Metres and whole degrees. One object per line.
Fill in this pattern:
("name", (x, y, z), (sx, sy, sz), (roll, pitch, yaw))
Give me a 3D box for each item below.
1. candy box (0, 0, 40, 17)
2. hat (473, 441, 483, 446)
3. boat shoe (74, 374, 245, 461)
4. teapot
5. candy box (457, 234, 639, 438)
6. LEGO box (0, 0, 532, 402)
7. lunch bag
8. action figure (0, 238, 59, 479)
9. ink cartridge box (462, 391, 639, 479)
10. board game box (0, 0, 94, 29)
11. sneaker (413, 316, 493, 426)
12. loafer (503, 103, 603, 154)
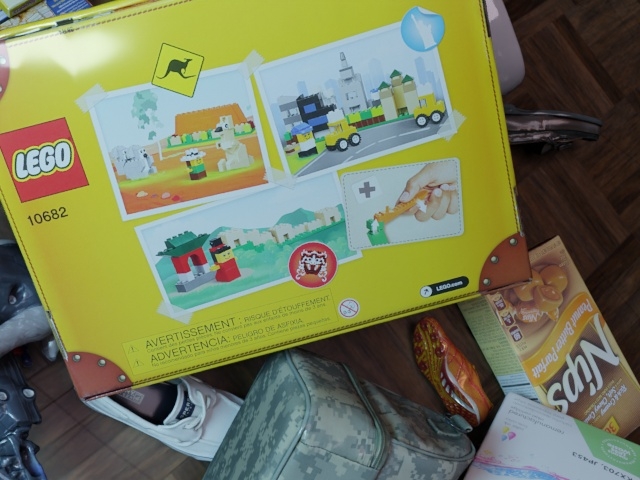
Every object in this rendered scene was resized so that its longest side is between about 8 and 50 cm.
("candy box", (-0.437, -0.399, 0.920), (0.206, 0.027, 0.105), (48, 62, -2))
("hat", (0.105, 0.299, 0.983), (0.208, 0.183, 0.173), (38, 100, 9))
("boat shoe", (-0.178, 0.211, 0.863), (0.258, 0.084, 0.095), (20, 68, -15))
("teapot", (0.191, -0.318, 1.094), (0.187, 0.256, 0.252), (-22, 100, 15))
("candy box", (0.360, 0.172, 1.085), (0.183, 0.087, 0.316), (-25, 85, -26))
("LEGO box", (-0.065, -0.088, 0.753), (0.500, 0.193, 0.372), (-14, 107, -1))
("lunch bag", (0.011, 0.305, 0.802), (0.256, 0.212, 0.305), (24, 98, -17))
("action figure", (-0.344, 0.085, 0.712), (0.178, 0.330, 0.341), (-39, 73, 7))
("ink cartridge box", (0.266, 0.357, 0.852), (0.207, 0.119, 0.353), (20, 30, 22))
("board game box", (-0.432, -0.341, 0.946), (0.193, 0.045, 0.147), (47, 64, -3))
("sneaker", (0.194, 0.191, 1.040), (0.067, 0.064, 0.175), (-26, 89, -48))
("loafer", (0.353, -0.182, 1.197), (0.268, 0.096, 0.084), (5, 92, -13))
